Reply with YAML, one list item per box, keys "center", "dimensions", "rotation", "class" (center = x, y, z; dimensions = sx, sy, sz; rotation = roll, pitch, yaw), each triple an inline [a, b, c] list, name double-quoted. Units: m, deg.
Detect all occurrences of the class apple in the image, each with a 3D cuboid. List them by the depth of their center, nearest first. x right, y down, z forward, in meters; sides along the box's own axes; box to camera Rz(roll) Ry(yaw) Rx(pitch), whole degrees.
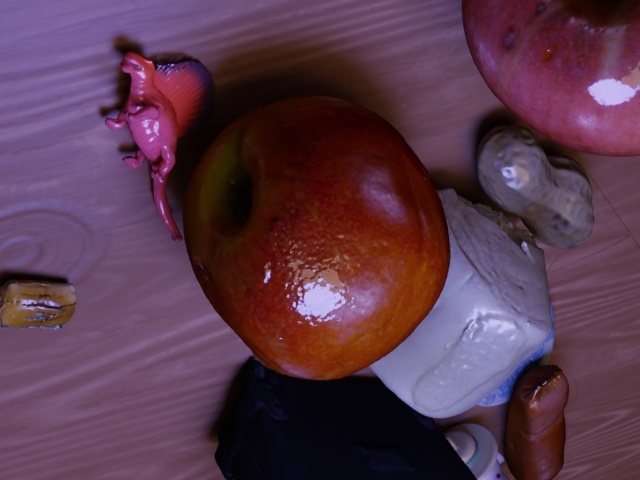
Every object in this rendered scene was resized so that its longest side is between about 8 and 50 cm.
- center: [0.357, -0.279, 1.724]
  dimensions: [0.364, 0.364, 0.364]
  rotation: [-16, 133, -19]
  class: "apple"

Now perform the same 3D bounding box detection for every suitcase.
- center: [0.048, 0.344, 2.067]
  dimensions: [0.345, 0.339, 0.188]
  rotation: [10, 116, -36]
  class: "suitcase"

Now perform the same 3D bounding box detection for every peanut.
- center: [0.316, -0.081, 2.031]
  dimensions: [0.125, 0.111, 0.274]
  rotation: [-48, 135, 7]
  class: "peanut"

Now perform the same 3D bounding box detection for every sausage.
- center: [0.364, 0.317, 2.381]
  dimensions: [0.097, 0.094, 0.348]
  rotation: [-37, 147, -20]
  class: "sausage"

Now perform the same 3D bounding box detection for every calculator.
- center: [0.292, 0.163, 2.270]
  dimensions: [0.188, 0.042, 0.303]
  rotation: [-25, 135, -9]
  class: "calculator"

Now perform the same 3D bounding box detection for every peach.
- center: [0.002, -0.001, 1.775]
  dimensions: [0.290, 0.373, 0.372]
  rotation: [-26, 144, 34]
  class: "peach"

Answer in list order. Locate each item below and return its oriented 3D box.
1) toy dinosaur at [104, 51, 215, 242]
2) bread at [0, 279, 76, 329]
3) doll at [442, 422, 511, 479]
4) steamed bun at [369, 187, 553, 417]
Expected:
- center: [-0.178, -0.135, 1.743]
  dimensions: [0.139, 0.070, 0.286]
  rotation: [-45, 141, -23]
  class: "toy dinosaur"
- center: [-0.368, 0.084, 1.804]
  dimensions: [0.106, 0.053, 0.072]
  rotation: [4, 128, -39]
  class: "bread"
- center: [0.263, 0.420, 2.412]
  dimensions: [0.144, 0.208, 0.271]
  rotation: [-34, 172, -2]
  class: "doll"
- center: [0.159, 0.084, 1.998]
  dimensions: [0.272, 0.273, 0.290]
  rotation: [24, 118, -22]
  class: "steamed bun"
